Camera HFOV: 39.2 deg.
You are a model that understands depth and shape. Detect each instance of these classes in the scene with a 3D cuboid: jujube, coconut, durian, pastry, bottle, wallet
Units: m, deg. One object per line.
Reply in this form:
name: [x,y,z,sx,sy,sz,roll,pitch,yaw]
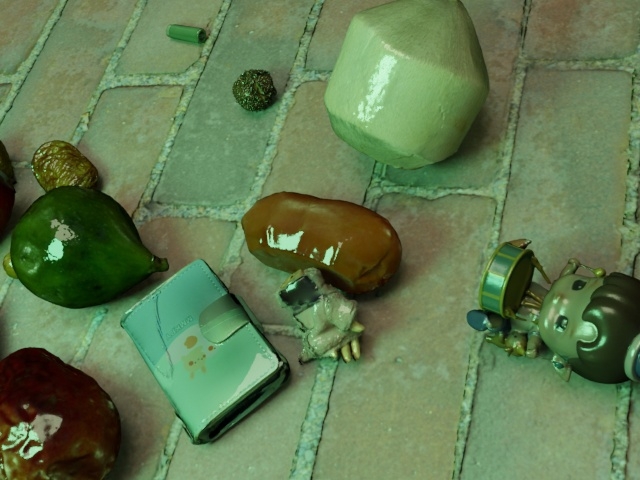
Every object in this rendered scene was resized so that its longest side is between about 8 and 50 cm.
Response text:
jujube: [-0.391,0.256,1.274,0.190,0.190,0.255,-36,36,-9]
coconut: [0.140,-0.253,1.383,0.237,0.237,0.266,36,115,34]
durian: [-0.121,-0.269,1.610,0.091,0.080,0.080,4,52,55]
pastry: [-0.609,-0.152,1.664,0.057,0.097,0.109,-23,53,0]
bottle: [-0.266,-0.409,1.776,0.083,0.030,0.030,15,62,27]
wallet: [-0.172,0.157,1.323,0.176,0.075,0.250,-37,54,-5]

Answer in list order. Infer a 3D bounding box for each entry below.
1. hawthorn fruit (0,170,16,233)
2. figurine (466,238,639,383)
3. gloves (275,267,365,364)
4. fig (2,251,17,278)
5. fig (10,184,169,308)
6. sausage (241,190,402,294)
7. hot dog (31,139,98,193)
hawthorn fruit: [-0.624,-0.063,1.564,0.202,0.185,0.185,-33,51,-26]
figurine: [0.333,0.098,1.148,0.275,0.158,0.161,17,72,28]
gloves: [0.002,0.105,1.281,0.110,0.144,0.094,-18,11,5]
fig: [-0.498,0.038,1.530,0.083,0.050,0.050,-12,53,-3]
fig: [-0.357,0.014,1.410,0.244,0.195,0.195,8,59,26]
sausage: [0.001,-0.002,1.347,0.258,0.133,0.133,14,62,29]
hot dog: [-0.456,-0.118,1.612,0.099,0.065,0.147,-42,61,-13]
